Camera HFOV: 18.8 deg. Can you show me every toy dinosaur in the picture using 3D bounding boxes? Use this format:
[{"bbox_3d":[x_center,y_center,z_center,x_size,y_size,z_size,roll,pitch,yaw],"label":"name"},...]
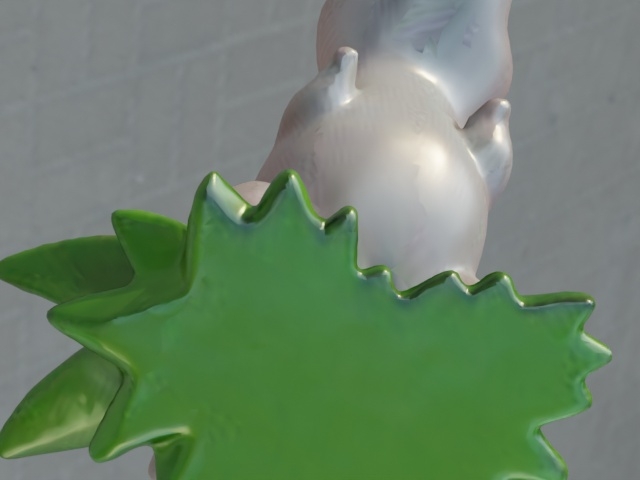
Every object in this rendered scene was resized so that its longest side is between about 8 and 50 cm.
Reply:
[{"bbox_3d":[-0.007,-0.001,0.543,0.177,0.152,0.194,-89,-166,-69],"label":"toy dinosaur"}]
